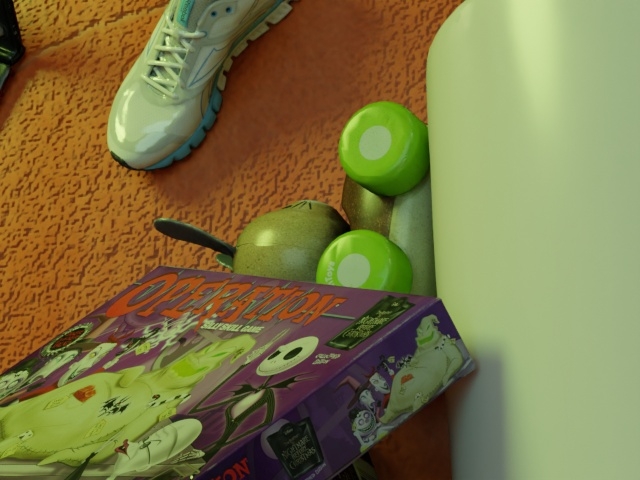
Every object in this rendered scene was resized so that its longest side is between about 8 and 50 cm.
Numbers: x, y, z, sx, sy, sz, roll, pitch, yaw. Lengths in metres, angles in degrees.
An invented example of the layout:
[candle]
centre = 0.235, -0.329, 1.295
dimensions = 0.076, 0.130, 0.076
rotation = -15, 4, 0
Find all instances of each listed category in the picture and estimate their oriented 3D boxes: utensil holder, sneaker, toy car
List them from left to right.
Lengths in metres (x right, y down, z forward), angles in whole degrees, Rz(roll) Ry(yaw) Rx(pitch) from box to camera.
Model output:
[sneaker]
centre = -0.088, -0.135, 1.196
dimensions = 0.071, 0.083, 0.191
rotation = 31, 86, 20
[toy car]
centre = 0.000, 0.000, 1.105
dimensions = 0.188, 0.155, 0.149
rotation = 2, 75, 29
[utensil holder]
centre = 0.219, 0.069, 0.927
dimensions = 0.327, 0.327, 0.386
rotation = -9, 69, 13

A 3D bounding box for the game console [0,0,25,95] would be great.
[game console]
centre = -0.290, -0.145, 1.257
dimensions = 0.144, 0.124, 0.085
rotation = 22, 55, 20

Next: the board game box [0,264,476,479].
[board game box]
centre = -0.091, 0.092, 0.968
dimensions = 0.208, 0.347, 0.056
rotation = -31, 105, -24

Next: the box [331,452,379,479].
[box]
centre = -0.054, 0.209, 1.039
dimensions = 0.203, 0.167, 0.168
rotation = -26, 69, 7
